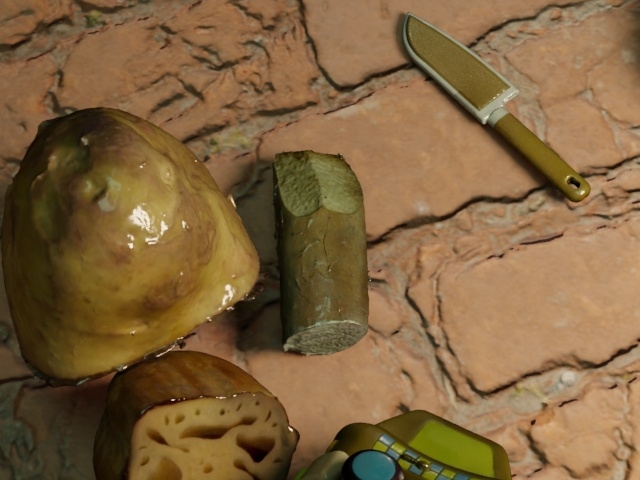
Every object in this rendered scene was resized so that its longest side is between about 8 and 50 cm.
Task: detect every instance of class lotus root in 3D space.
[{"bbox_3d":[-0.151,0.211,1.676,0.188,0.199,0.180,4,16,-31],"label":"lotus root"}]

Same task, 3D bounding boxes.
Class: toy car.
[{"bbox_3d":[0.112,0.265,1.604,0.248,0.204,0.198,24,43,19],"label":"toy car"}]

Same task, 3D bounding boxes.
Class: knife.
[{"bbox_3d":[0.203,-0.163,1.907,0.061,0.027,0.343,-38,61,-11],"label":"knife"}]

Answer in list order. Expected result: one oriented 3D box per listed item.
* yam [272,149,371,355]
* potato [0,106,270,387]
[{"bbox_3d":[0.000,0.000,1.797,0.106,0.106,0.259,-5,62,2],"label":"yam"},{"bbox_3d":[-0.219,-0.030,1.680,0.301,0.237,0.289,-32,32,-25],"label":"potato"}]
